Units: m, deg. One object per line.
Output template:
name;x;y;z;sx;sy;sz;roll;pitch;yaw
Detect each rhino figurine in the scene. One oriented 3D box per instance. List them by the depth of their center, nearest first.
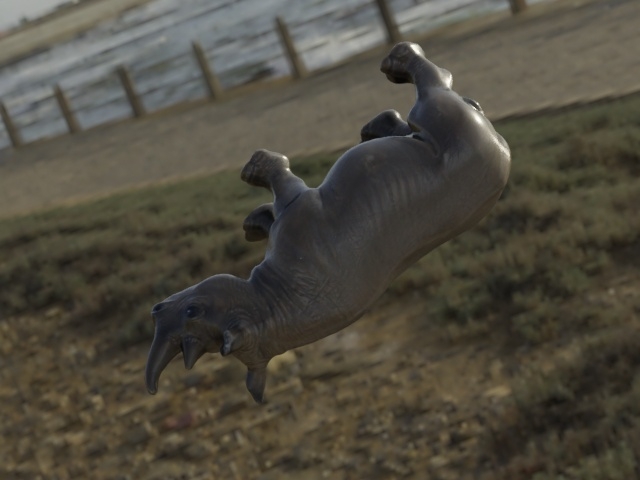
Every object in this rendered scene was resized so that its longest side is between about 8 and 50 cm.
rhino figurine;0.000;0.000;0.757;0.243;0.073;0.106;-40;54;-13
